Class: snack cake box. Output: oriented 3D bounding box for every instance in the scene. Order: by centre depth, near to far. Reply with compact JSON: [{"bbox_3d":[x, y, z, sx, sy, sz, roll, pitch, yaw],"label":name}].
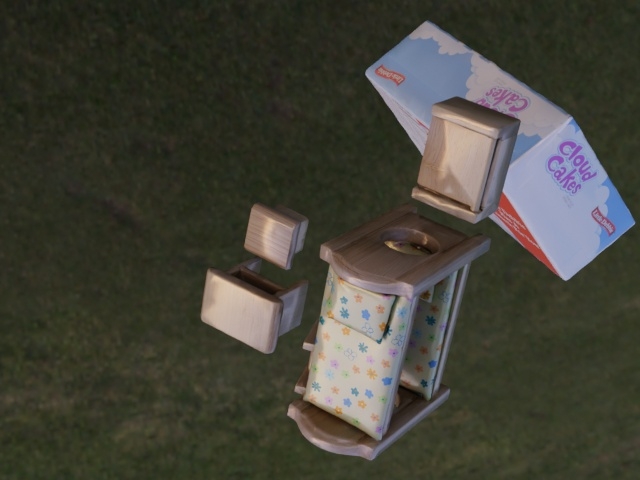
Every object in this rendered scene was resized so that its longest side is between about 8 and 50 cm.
[{"bbox_3d":[0.164,-0.093,1.108,0.089,0.264,0.152,-40,128,-1],"label":"snack cake box"}]

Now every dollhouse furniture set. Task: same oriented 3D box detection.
[{"bbox_3d":[0.000,0.000,0.654,0.101,0.161,0.182,-26,133,-52],"label":"dollhouse furniture set"}]
